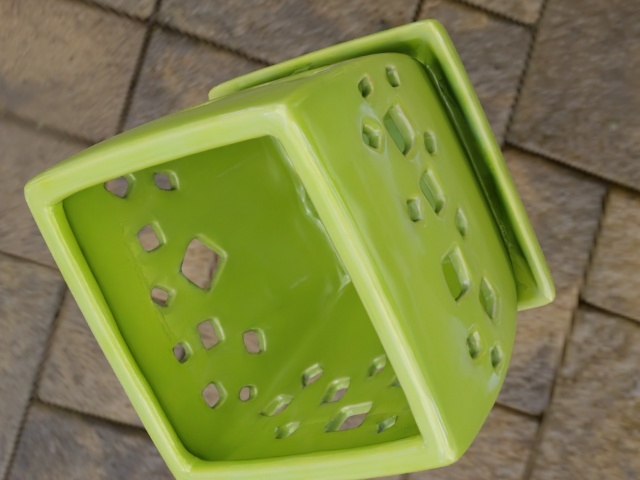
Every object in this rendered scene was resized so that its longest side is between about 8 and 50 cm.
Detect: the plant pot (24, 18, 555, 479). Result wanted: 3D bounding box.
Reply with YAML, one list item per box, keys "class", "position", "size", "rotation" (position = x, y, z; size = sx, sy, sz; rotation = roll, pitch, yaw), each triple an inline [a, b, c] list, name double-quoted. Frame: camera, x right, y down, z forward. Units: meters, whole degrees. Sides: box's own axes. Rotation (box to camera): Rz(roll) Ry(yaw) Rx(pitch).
- class: "plant pot"
  position: [0.000, 0.000, 0.955]
  size: [0.207, 0.227, 0.228]
  rotation: [-40, 110, -46]
